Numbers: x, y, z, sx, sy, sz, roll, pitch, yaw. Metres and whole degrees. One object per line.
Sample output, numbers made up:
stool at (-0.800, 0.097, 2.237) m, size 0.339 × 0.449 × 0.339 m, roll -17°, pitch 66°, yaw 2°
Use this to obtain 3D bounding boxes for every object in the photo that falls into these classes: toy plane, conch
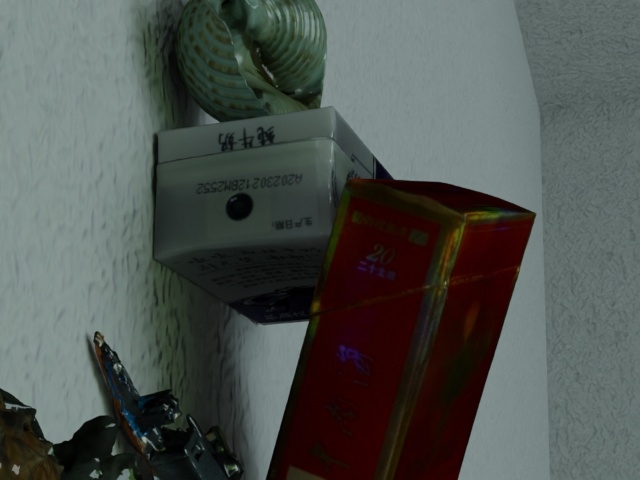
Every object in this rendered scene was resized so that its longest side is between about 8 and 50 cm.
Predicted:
toy plane at (-0.088, 0.135, 0.793) m, size 0.135 × 0.062 × 0.188 m, roll -65°, pitch 145°, yaw -60°
conch at (-0.054, -0.133, 0.946) m, size 0.153 × 0.102 × 0.135 m, roll -11°, pitch 77°, yaw -56°

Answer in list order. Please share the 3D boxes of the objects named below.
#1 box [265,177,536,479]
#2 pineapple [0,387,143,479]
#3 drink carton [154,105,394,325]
box at (0.046, 0.117, 0.887) m, size 0.197 × 0.089 × 0.313 m, roll -3°, pitch 110°, yaw -67°
pineapple at (-0.139, 0.123, 0.564) m, size 0.119 × 0.111 × 0.237 m, roll -63°, pitch 164°, yaw -6°
drink carton at (-0.020, -0.010, 0.958) m, size 0.222 × 0.134 × 0.102 m, roll 40°, pitch 48°, yaw -67°
